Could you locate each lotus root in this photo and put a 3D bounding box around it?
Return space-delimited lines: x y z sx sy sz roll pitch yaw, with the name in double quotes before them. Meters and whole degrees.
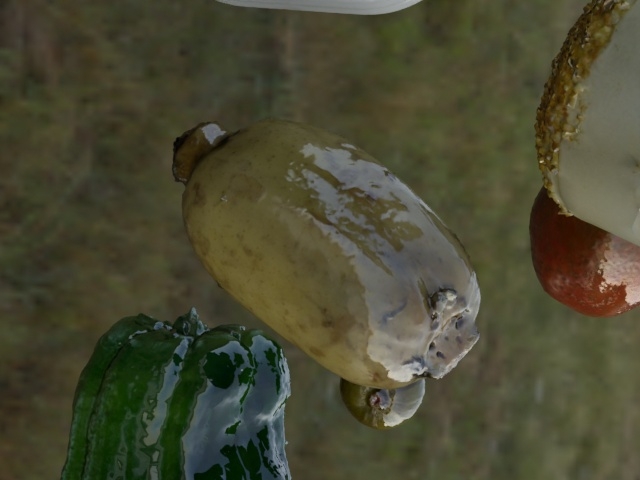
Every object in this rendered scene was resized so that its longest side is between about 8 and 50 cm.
"lotus root" 0.000 0.000 1.503 0.160 0.284 0.146 -30 152 -53

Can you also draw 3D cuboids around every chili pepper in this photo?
"chili pepper" -0.120 0.251 1.683 0.167 0.213 0.384 10 -85 62

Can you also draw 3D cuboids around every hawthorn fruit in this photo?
"hawthorn fruit" 0.300 -0.008 1.988 0.189 0.189 0.189 3 90 -79

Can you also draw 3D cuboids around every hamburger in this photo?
"hamburger" 0.309 -0.128 1.697 0.294 0.179 0.276 3 118 -50

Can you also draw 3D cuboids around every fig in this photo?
"fig" 0.055 0.122 1.671 0.088 0.074 0.074 -55 147 -68

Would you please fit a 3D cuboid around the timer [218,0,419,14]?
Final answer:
"timer" -0.003 -0.294 1.350 0.087 0.237 0.262 30 66 -73
